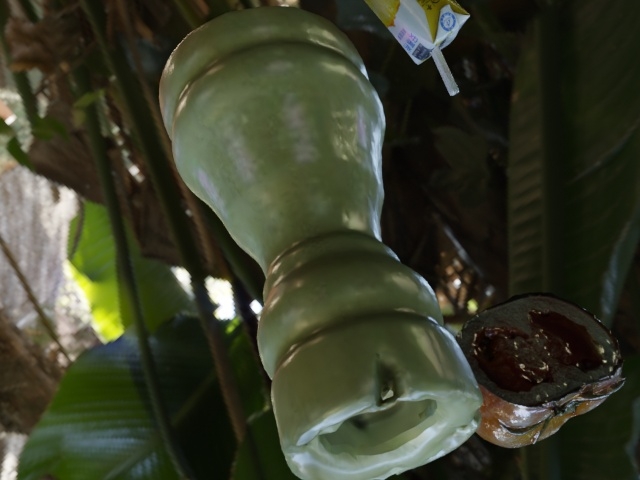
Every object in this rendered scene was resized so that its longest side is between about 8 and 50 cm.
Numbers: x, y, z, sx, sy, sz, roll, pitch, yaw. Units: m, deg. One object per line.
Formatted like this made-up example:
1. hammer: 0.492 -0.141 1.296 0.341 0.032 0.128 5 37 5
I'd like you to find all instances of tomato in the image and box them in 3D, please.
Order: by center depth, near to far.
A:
1. tomato: 0.256 0.180 1.234 0.214 0.181 0.155 -14 138 -24

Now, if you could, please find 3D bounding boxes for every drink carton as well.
1. drink carton: 0.111 -0.260 1.119 0.074 0.200 0.084 -40 179 -18

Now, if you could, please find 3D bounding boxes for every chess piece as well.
1. chess piece: 0.000 0.000 0.943 0.234 0.234 0.442 -35 -127 19
